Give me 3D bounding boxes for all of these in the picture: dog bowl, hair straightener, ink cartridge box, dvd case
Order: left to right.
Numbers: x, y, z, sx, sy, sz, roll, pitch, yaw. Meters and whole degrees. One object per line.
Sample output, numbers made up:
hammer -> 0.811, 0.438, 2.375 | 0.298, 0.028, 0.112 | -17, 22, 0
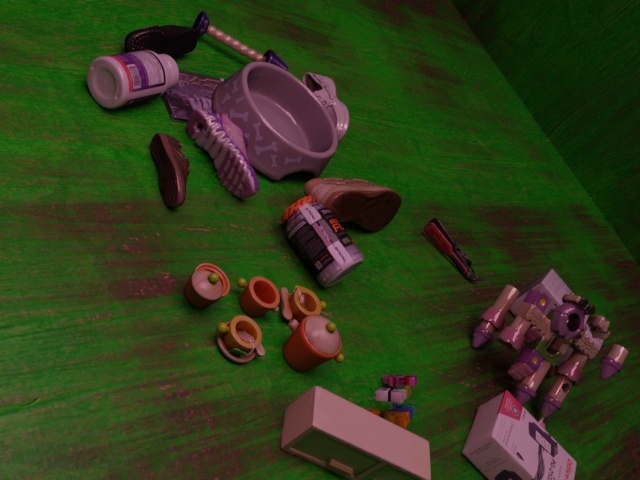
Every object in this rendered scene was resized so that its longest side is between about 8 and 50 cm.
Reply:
dvd case -> -0.289, -0.344, 1.705 | 0.221, 0.018, 0.165 | 0, 56, -47
dog bowl -> -0.100, -0.302, 1.769 | 0.348, 0.102, 0.349 | 31, 36, -26
hair straightener -> 0.391, 0.027, 2.016 | 0.230, 0.047, 0.089 | 47, 35, 1
ink cartridge box -> 0.449, 0.486, 1.574 | 0.237, 0.100, 0.172 | 46, 35, -1

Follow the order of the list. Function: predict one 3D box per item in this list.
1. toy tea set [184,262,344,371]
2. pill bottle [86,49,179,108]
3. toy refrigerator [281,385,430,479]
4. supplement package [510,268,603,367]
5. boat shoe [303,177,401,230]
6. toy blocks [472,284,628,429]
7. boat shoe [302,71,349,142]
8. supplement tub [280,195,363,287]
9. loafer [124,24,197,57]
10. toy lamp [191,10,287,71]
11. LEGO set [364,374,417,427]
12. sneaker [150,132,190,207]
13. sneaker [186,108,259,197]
toy tea set -> -0.093, 0.133, 1.341 | 0.336, 0.124, 0.200 | 16, 45, -36
pill bottle -> -0.398, -0.354, 1.523 | 0.108, 0.108, 0.193 | 49, 35, 5
toy refrigerator -> 0.067, 0.377, 1.287 | 0.269, 0.102, 0.094 | 31, 38, -22
supplement package -> 0.687, 0.230, 2.042 | 0.244, 0.139, 0.134 | 51, 34, 8
boat shoe -> 0.090, -0.106, 1.772 | 0.110, 0.122, 0.341 | 38, 16, 30
toy blocks -> 0.551, 0.299, 1.746 | 0.288, 0.309, 0.260 | 42, 77, -19
boat shoe -> 0.002, -0.378, 1.980 | 0.096, 0.098, 0.277 | 19, 34, -33
supplement tub -> 0.000, 0.000, 1.577 | 0.190, 0.117, 0.117 | 54, 36, 11
loafer -> -0.394, -0.477, 1.695 | 0.078, 0.080, 0.220 | 23, 28, 26
toy lamp -> -0.214, -0.518, 1.907 | 0.274, 0.080, 0.080 | 22, 41, -26
LEGO set -> 0.135, 0.328, 1.419 | 0.227, 0.093, 0.087 | 12, 78, -75
sneaker -> -0.296, -0.147, 1.461 | 0.071, 0.066, 0.189 | 9, 50, -42
sneaker -> -0.198, -0.204, 1.587 | 0.104, 0.095, 0.236 | -20, 70, -47
